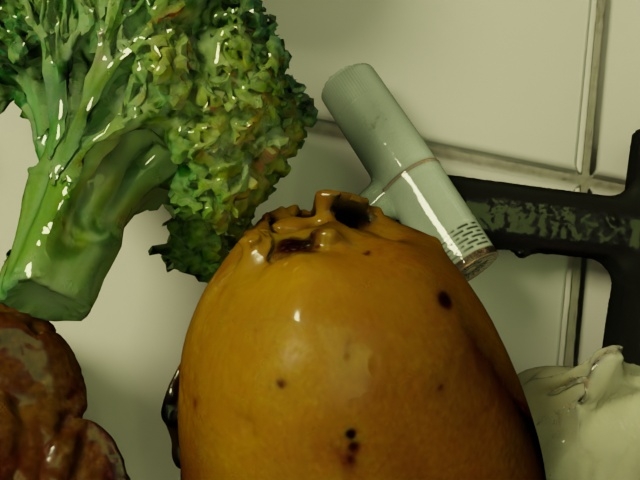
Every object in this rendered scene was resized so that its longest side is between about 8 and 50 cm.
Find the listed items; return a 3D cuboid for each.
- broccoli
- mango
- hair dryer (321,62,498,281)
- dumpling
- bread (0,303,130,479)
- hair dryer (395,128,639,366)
[{"bbox_3d":[-0.107,-0.045,0.459,0.194,0.194,0.220,-57,139,-13],"label":"broccoli"},{"bbox_3d":[0.022,0.118,0.469,0.201,0.152,0.287,-24,112,-19],"label":"mango"},{"bbox_3d":[-0.005,-0.005,0.557,0.183,0.044,0.155,-32,69,5],"label":"hair dryer"},{"bbox_3d":[0.161,0.150,0.564,0.136,0.118,0.199,14,120,-19],"label":"dumpling"},{"bbox_3d":[-0.214,0.145,0.433,0.232,0.135,0.247,7,84,-17],"label":"bread"},{"bbox_3d":[0.172,0.000,0.606,0.251,0.089,0.197,10,85,-7],"label":"hair dryer"}]
